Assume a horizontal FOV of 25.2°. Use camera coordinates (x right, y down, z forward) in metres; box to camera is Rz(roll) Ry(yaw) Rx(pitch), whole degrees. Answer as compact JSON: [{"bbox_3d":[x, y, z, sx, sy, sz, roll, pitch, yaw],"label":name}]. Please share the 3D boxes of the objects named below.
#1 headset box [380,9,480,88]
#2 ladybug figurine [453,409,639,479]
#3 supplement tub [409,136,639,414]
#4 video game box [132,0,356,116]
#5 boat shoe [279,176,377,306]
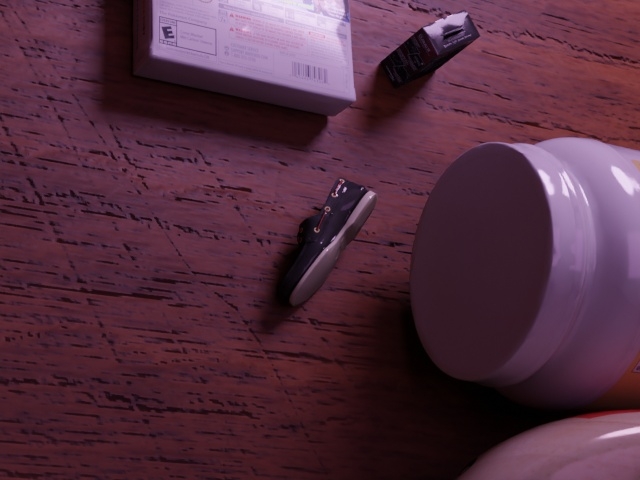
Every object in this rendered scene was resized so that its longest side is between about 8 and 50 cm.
[{"bbox_3d":[0.106,-0.183,1.352,0.062,0.083,0.032,-28,87,-37],"label":"headset box"},{"bbox_3d":[0.270,0.277,1.193,0.449,0.162,0.305,19,101,-26],"label":"ladybug figurine"},{"bbox_3d":[0.272,0.040,1.273,0.331,0.241,0.241,9,67,-29],"label":"supplement tub"},{"bbox_3d":[-0.069,-0.219,1.280,0.205,0.048,0.187,10,69,-29],"label":"video game box"},{"bbox_3d":[0.000,0.001,1.243,0.042,0.049,0.133,28,62,13],"label":"boat shoe"}]
